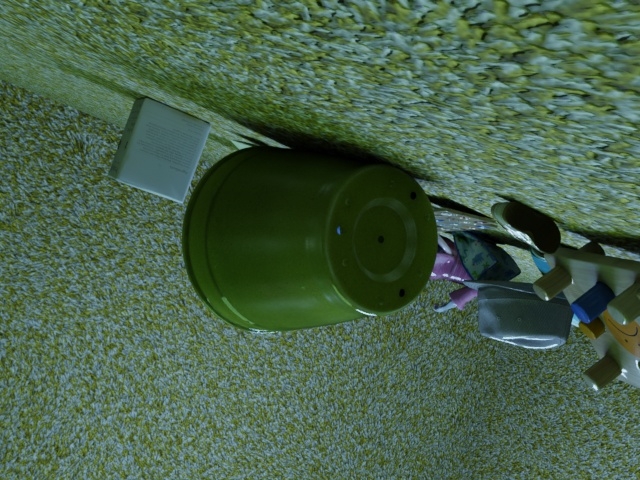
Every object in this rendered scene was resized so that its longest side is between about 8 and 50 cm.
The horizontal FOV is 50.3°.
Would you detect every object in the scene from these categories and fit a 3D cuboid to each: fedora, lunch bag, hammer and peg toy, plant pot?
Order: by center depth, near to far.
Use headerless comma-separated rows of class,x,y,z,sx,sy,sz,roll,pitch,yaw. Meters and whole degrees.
hammer and peg toy,0.470,0.127,0.948,0.266,0.127,0.361,58,171,-11
plant pot,0.000,0.000,1.187,0.366,0.366,0.353,21,169,-34
fedora,0.446,0.170,1.519,0.275,0.124,0.244,2,166,38
lunch bag,0.393,0.034,1.645,0.129,0.096,0.151,21,-151,-45

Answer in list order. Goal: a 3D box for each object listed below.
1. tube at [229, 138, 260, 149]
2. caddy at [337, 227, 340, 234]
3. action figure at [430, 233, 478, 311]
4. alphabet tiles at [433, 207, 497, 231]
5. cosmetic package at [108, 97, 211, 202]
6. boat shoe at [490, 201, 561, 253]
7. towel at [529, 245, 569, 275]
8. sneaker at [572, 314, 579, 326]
tube,-0.104,-0.171,1.533,0.070,0.062,0.240,-23,154,21
caddy,-0.099,-0.073,1.758,0.341,0.241,0.179,20,-173,-20
action figure,0.392,0.055,1.938,0.370,0.248,0.275,22,153,4
alphabet tiles,0.223,-0.043,1.353,0.198,0.009,0.237,12,173,-26
cosmetic package,-0.352,-0.194,1.479,0.151,0.183,0.151,20,180,-24
boat shoe,0.306,-0.023,1.013,0.135,0.050,0.045,32,177,-32
towel,0.577,0.095,1.379,0.271,0.040,0.370,21,174,29
sneaker,0.759,0.186,1.679,0.319,0.127,0.208,11,-179,3
